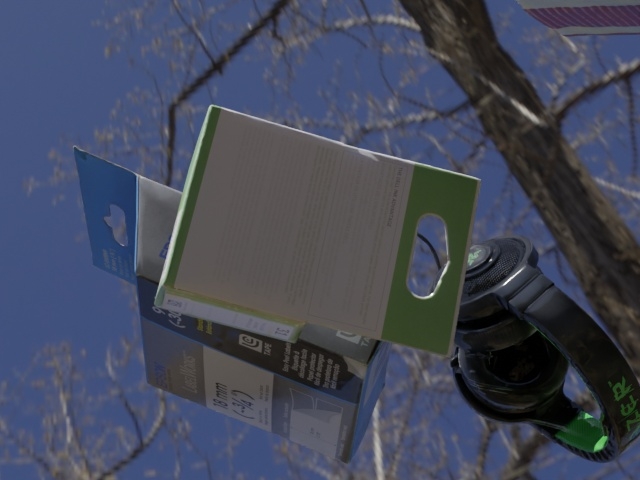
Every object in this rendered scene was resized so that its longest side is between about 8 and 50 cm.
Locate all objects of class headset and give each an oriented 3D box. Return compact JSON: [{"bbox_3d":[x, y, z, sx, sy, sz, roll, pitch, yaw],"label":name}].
[{"bbox_3d":[0.176,0.113,1.665,0.185,0.394,0.243,-38,-43,-16],"label":"headset"}]

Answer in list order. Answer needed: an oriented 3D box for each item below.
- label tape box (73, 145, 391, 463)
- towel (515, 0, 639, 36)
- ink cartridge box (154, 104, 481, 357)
[{"bbox_3d":[-0.099,0.069,1.444,0.334,0.106,0.240,21,-28,9],"label":"label tape box"},{"bbox_3d":[0.266,-0.225,1.273,0.237,0.329,0.037,3,-95,25],"label":"towel"},{"bbox_3d":[0.000,0.000,1.232,0.235,0.171,0.056,16,-26,-7],"label":"ink cartridge box"}]
